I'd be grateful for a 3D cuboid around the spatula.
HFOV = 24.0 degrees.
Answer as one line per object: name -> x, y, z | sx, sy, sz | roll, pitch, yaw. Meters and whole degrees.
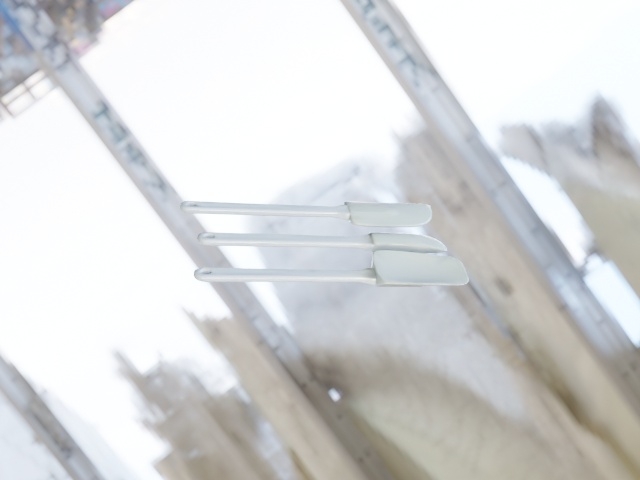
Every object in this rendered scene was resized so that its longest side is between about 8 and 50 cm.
spatula -> 0.000, 0.000, 1.351 | 0.242, 0.019, 0.168 | 2, -149, -11
